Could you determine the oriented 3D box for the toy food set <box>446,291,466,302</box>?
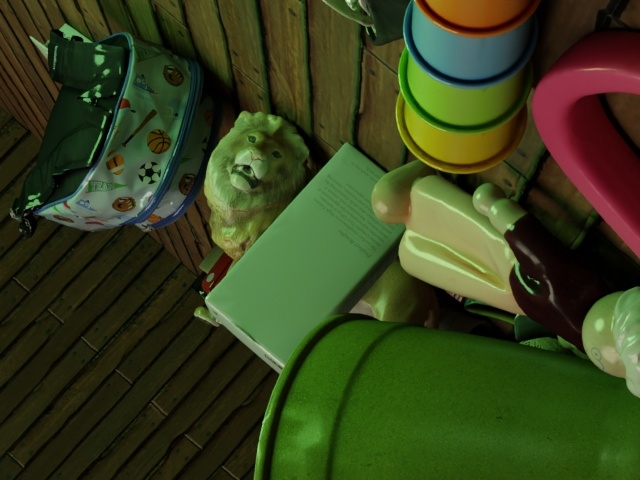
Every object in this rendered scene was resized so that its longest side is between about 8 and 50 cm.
[{"bbox_3d":[0.156,0.048,1.497,0.122,0.019,0.078,48,168,-29],"label":"toy food set"}]

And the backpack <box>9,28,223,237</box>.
[{"bbox_3d":[-0.243,-0.128,1.621,0.213,0.276,0.263,13,172,-21],"label":"backpack"}]

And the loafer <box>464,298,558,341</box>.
[{"bbox_3d":[0.215,0.078,1.292,0.170,0.061,0.062,29,163,47],"label":"loafer"}]

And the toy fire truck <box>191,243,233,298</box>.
[{"bbox_3d":[-0.045,0.113,1.729,0.217,0.158,0.246,40,176,-29],"label":"toy fire truck"}]

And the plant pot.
[{"bbox_3d":[0.183,0.249,1.254,0.353,0.366,0.366,-3,144,30],"label":"plant pot"}]

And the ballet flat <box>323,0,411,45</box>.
[{"bbox_3d":[0.005,-0.205,0.863,0.203,0.074,0.074,48,168,-35],"label":"ballet flat"}]

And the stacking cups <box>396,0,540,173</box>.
[{"bbox_3d":[0.094,-0.136,0.789,0.096,0.096,0.316,40,169,13],"label":"stacking cups"}]

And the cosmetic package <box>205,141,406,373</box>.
[{"bbox_3d":[-0.002,0.022,1.386,0.117,0.231,0.085,40,169,11],"label":"cosmetic package"}]

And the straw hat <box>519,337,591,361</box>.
[{"bbox_3d":[0.239,0.122,1.383,0.144,0.061,0.144,40,169,10],"label":"straw hat"}]

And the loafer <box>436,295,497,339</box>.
[{"bbox_3d":[0.168,0.128,1.605,0.319,0.112,0.111,42,134,20],"label":"loafer"}]

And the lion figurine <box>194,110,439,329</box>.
[{"bbox_3d":[0.013,0.039,1.530,0.392,0.240,0.142,34,169,-18],"label":"lion figurine"}]

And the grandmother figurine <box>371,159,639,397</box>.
[{"bbox_3d":[0.190,0.039,1.138,0.208,0.104,0.342,39,176,-38],"label":"grandmother figurine"}]

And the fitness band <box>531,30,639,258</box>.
[{"bbox_3d":[0.251,-0.012,0.829,0.291,0.054,0.209,46,169,-17],"label":"fitness band"}]

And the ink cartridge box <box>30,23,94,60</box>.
[{"bbox_3d":[-0.353,-0.258,1.994,0.104,0.060,0.180,36,168,31],"label":"ink cartridge box"}]
